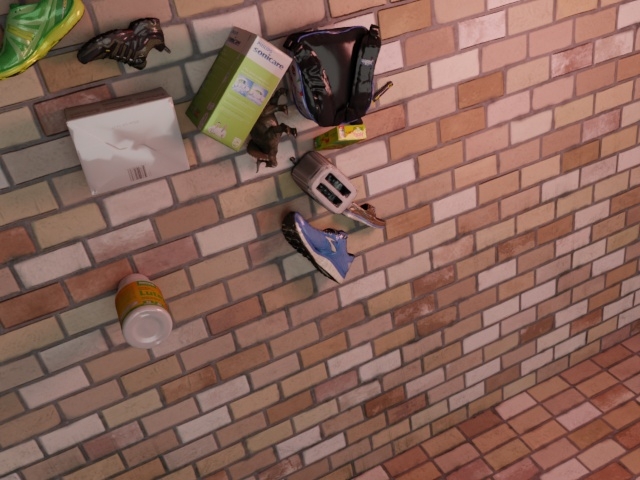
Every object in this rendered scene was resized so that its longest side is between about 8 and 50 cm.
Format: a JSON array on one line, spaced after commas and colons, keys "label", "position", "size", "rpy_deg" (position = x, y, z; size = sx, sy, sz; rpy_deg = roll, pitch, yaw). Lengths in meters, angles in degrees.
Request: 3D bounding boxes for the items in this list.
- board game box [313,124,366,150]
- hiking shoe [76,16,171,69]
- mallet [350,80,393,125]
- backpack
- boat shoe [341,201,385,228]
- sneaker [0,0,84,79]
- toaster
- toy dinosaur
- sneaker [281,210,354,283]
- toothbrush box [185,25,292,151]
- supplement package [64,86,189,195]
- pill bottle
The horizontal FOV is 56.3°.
[{"label": "board game box", "position": [0.056, -0.309, 1.809], "size": [0.092, 0.181, 0.043], "rpy_deg": [-9, 92, -23]}, {"label": "hiking shoe", "position": [-0.495, -0.478, 1.513], "size": [0.227, 0.086, 0.114], "rpy_deg": [-27, 120, -13]}, {"label": "mallet", "position": [0.163, -0.429, 1.893], "size": [0.189, 0.039, 0.062], "rpy_deg": [-38, 124, -9]}, {"label": "backpack", "position": [0.025, -0.463, 1.701], "size": [0.276, 0.213, 0.263], "rpy_deg": [-12, 109, -13]}, {"label": "boat shoe", "position": [0.156, -0.091, 2.037], "size": [0.183, 0.066, 0.066], "rpy_deg": [18, 104, -32]}, {"label": "sneaker", "position": [-0.697, -0.489, 1.410], "size": [0.295, 0.109, 0.123], "rpy_deg": [-46, 116, -6]}, {"label": "toaster", "position": [0.012, -0.182, 1.873], "size": [0.129, 0.146, 0.227], "rpy_deg": [-47, 125, 1]}, {"label": "toy dinosaur", "position": [-0.162, -0.350, 1.717], "size": [0.160, 0.121, 0.314], "rpy_deg": [-8, 108, 15]}, {"label": "sneaker", "position": [0.000, 0.000, 1.990], "size": [0.147, 0.130, 0.330], "rpy_deg": [-53, 129, -11]}, {"label": "toothbrush box", "position": [-0.227, -0.410, 1.606], "size": [0.122, 0.206, 0.283], "rpy_deg": [25, 101, -33]}, {"label": "supplement package", "position": [-0.508, -0.265, 1.577], "size": [0.262, 0.145, 0.204], "rpy_deg": [-18, 120, -17]}, {"label": "pill bottle", "position": [-0.522, 0.195, 1.739], "size": [0.136, 0.246, 0.136], "rpy_deg": [-11, 119, -21]}]
